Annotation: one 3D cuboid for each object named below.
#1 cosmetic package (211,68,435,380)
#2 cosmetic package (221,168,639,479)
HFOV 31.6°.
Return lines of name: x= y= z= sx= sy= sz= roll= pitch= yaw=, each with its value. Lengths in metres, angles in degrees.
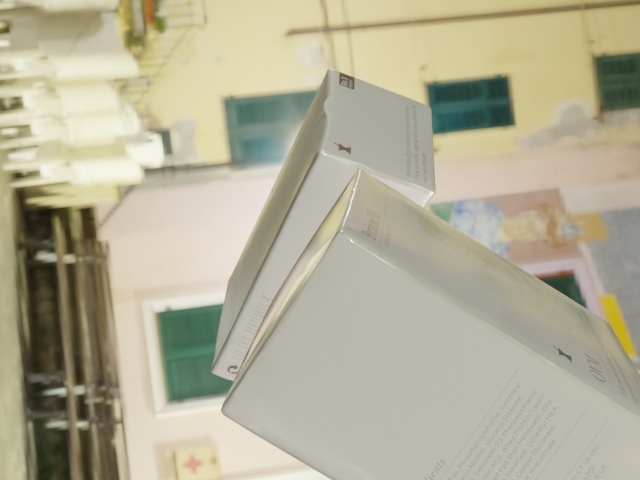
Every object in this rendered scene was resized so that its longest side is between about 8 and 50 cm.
cosmetic package: x=0.000 y=0.000 z=1.462 sx=0.217 sy=0.156 sz=0.385 roll=-84 pitch=-161 yaw=-52
cosmetic package: x=0.078 y=0.079 z=0.735 sx=0.138 sy=0.225 sz=0.224 roll=-59 pitch=-177 yaw=13
